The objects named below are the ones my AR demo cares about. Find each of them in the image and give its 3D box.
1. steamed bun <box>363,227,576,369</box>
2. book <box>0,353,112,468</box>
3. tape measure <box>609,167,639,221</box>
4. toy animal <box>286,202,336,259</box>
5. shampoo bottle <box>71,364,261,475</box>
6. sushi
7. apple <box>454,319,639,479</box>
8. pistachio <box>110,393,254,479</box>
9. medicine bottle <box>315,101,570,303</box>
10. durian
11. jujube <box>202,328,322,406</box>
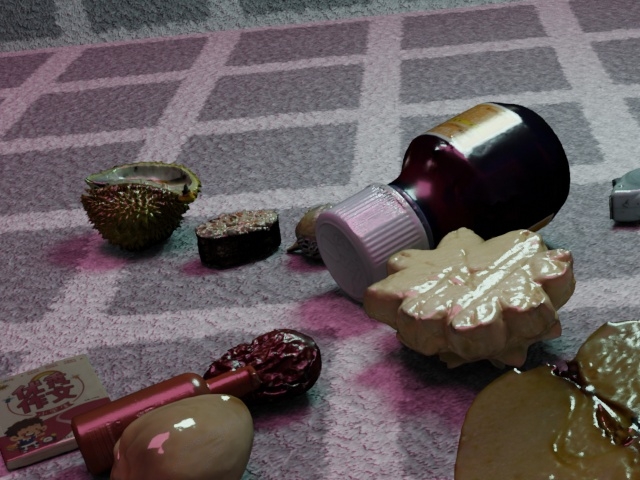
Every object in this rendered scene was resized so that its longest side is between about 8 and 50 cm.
[{"bbox_3d":[0.214,0.092,1.666,0.295,0.137,0.292,-16,28,0],"label":"steamed bun"},{"bbox_3d":[-0.380,0.235,1.644,0.162,0.022,0.232,-15,25,-19],"label":"book"},{"bbox_3d":[0.664,-0.084,1.998,0.330,0.084,0.164,-2,28,16],"label":"tape measure"},{"bbox_3d":[0.000,0.000,2.022,0.098,0.137,0.098,25,35,-20],"label":"toy animal"},{"bbox_3d":[-0.195,0.219,1.508,0.244,0.085,0.085,-22,26,-9],"label":"shampoo bottle"},{"bbox_3d":[-0.142,-0.007,2.060,0.150,0.078,0.090,-13,24,-15],"label":"sushi"},{"bbox_3d":[0.312,0.219,1.167,0.329,0.295,0.365,15,16,-16],"label":"apple"},{"bbox_3d":[-0.163,0.263,1.388,0.144,0.144,0.215,10,23,35],"label":"pistachio"},{"bbox_3d":[0.188,-0.061,1.887,0.395,0.242,0.242,-25,29,-26],"label":"medicine bottle"},{"bbox_3d":[-0.314,-0.057,2.150,0.237,0.137,0.193,9,25,40],"label":"durian"},{"bbox_3d":[-0.080,0.175,1.600,0.166,0.104,0.104,-11,24,-4],"label":"jujube"}]
